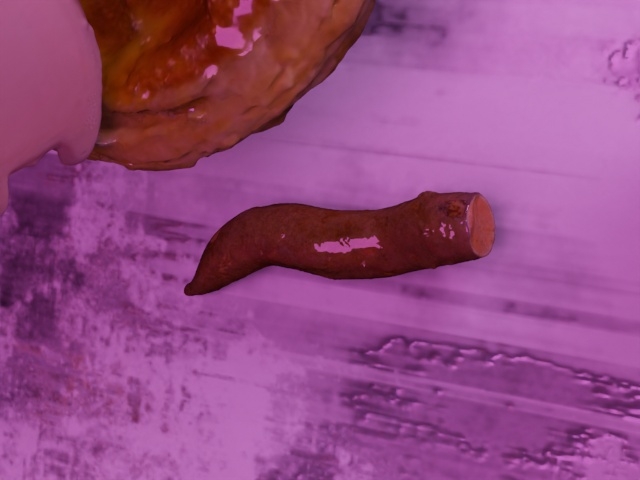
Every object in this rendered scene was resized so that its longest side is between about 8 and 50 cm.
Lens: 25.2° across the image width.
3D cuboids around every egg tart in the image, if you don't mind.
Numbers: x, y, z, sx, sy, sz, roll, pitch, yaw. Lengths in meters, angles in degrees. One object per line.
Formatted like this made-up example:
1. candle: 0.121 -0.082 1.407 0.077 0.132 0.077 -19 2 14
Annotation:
1. egg tart: -0.114 -0.265 1.053 0.443 0.178 0.443 4 97 30

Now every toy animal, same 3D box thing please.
1. toy animal: -0.280 -0.167 0.968 0.256 0.195 0.213 32 151 30

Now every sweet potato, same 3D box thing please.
1. sweet potato: 0.000 0.000 1.080 0.281 0.067 0.059 -3 55 33
